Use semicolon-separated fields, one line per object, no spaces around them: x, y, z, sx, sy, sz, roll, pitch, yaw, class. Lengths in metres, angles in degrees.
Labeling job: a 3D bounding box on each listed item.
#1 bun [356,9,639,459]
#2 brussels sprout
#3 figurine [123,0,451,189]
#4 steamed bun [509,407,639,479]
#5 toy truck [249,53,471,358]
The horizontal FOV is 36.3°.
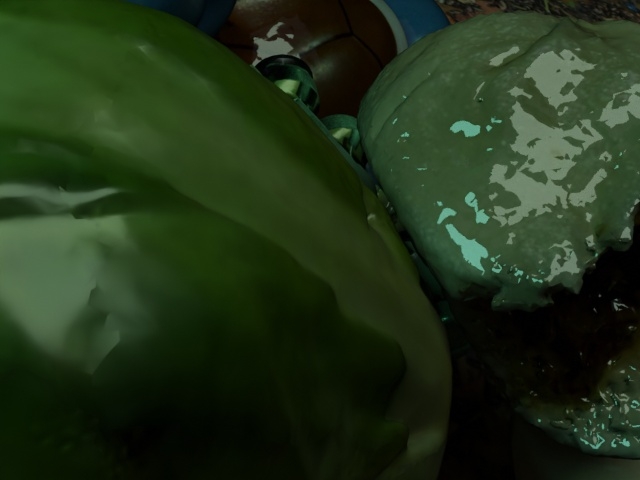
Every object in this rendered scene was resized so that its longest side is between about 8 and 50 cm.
0.157;-0.026;0.591;0.205;0.281;0.281;-29;53;5;bun
-0.118;0.049;0.462;0.371;0.314;0.276;-1;35;-16;brussels sprout
-0.054;-0.133;0.818;0.298;0.243;0.416;37;21;27;figurine
0.256;0.143;0.693;0.232;0.145;0.232;13;42;-12;steamed bun
0.004;0.000;0.708;0.259;0.135;0.128;36;30;-39;toy truck
